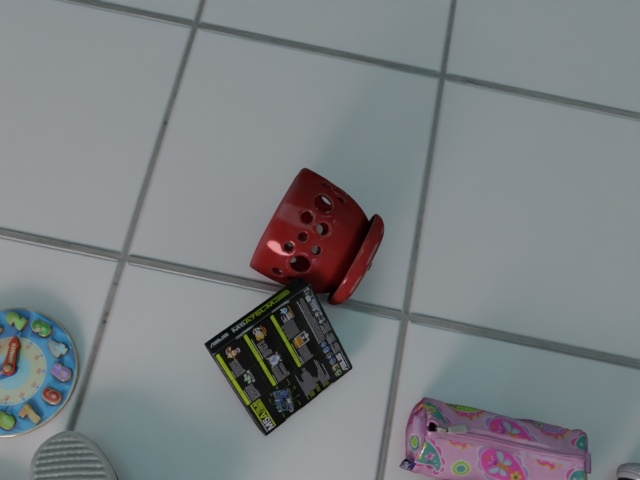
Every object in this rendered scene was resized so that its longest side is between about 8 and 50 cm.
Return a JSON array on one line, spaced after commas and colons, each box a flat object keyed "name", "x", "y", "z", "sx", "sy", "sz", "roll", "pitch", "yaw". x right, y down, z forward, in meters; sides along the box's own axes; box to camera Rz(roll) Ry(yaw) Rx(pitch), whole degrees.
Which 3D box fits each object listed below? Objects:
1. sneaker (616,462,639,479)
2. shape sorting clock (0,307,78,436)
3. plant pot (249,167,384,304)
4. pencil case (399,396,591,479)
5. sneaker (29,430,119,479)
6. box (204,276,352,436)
[{"name": "sneaker", "x": 0.584, "y": 0.457, "z": 1.128, "sx": 0.268, "sy": 0.101, "sz": 0.153, "roll": 18, "pitch": 70, "yaw": 8}, {"name": "shape sorting clock", "x": -0.494, "y": 0.208, "z": 1.163, "sx": 0.206, "sy": 0.040, "sz": 0.206, "roll": 1, "pitch": 70, "yaw": -4}, {"name": "plant pot", "x": 0.000, "y": 0.000, "z": 1.208, "sx": 0.174, "sy": 0.191, "sz": 0.191, "roll": 28, "pitch": 70, "yaw": -3}, {"name": "pencil case", "x": 0.271, "y": 0.327, "z": 1.138, "sx": 0.284, "sy": 0.124, "sz": 0.124, "roll": 13, "pitch": 69, "yaw": -1}, {"name": "sneaker", "x": -0.319, "y": 0.429, "z": 1.059, "sx": 0.126, "sy": 0.127, "sz": 0.321, "roll": -30, "pitch": 55, "yaw": -19}, {"name": "box", "x": -0.060, "y": 0.183, "z": 1.144, "sx": 0.184, "sy": 0.191, "sz": 0.045, "roll": -35, "pitch": 31, "yaw": -13}]
